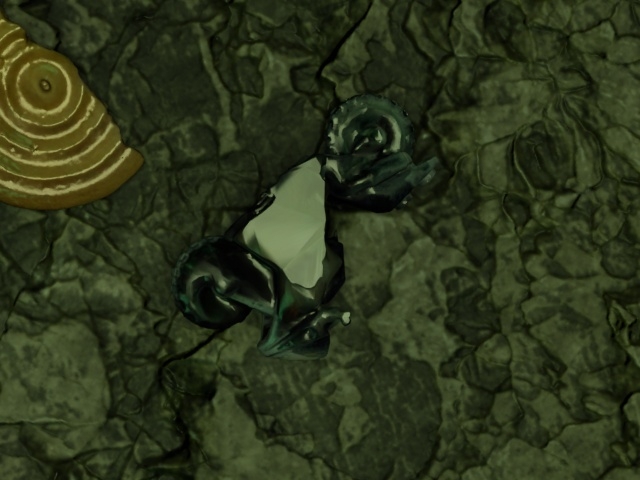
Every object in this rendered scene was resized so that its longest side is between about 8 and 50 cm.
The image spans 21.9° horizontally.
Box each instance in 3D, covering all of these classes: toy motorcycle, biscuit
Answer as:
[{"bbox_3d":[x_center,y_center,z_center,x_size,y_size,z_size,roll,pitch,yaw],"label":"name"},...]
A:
[{"bbox_3d":[0.000,0.000,1.465,0.270,0.106,0.159,-42,99,-11],"label":"toy motorcycle"},{"bbox_3d":[-0.277,-0.113,1.474,0.144,0.033,0.224,-40,94,-1],"label":"biscuit"}]
